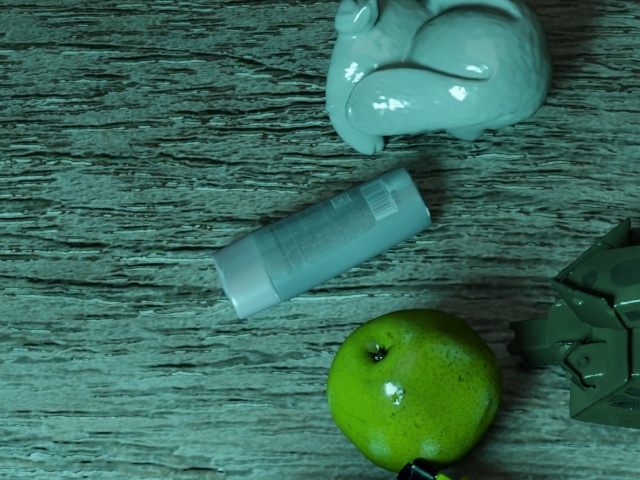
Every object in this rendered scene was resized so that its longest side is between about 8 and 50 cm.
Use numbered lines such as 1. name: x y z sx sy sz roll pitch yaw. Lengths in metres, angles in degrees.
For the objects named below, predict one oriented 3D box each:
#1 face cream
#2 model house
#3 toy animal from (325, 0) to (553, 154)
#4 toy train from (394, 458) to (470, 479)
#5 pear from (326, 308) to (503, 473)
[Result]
1. face cream: 0.000 0.000 2.031 0.269 0.073 0.107 -25 49 -3
2. model house: 0.318 0.088 1.830 0.243 0.204 0.211 -12 53 28
3. toy animal: 0.159 -0.221 2.061 0.265 0.206 0.271 16 60 28
4. toy train: 0.139 0.307 1.740 0.219 0.089 0.127 30 63 2
5. pear: 0.105 0.164 1.822 0.198 0.198 0.198 -7 55 10
